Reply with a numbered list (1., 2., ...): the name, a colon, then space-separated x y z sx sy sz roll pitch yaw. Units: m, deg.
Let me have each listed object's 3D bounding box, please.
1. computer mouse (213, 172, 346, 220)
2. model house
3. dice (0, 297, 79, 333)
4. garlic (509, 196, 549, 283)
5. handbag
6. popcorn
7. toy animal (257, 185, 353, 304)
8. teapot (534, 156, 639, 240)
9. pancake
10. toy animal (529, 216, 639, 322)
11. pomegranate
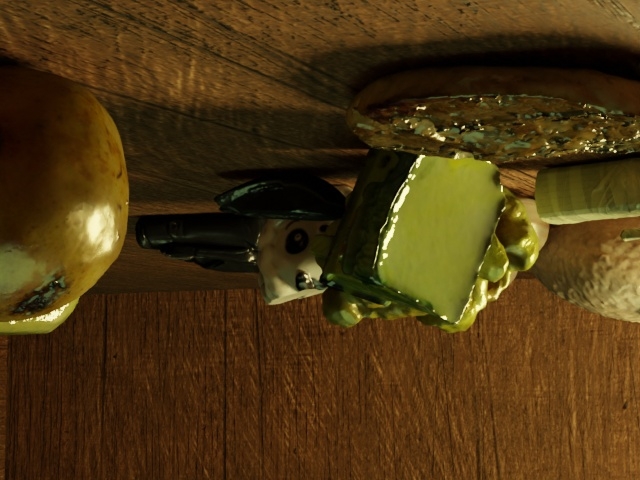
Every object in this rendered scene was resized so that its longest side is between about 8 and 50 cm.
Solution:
1. computer mouse: -0.050 -0.061 1.884 0.192 0.062 0.106 4 177 20
2. model house: 0.073 -0.032 1.606 0.170 0.194 0.211 25 172 -37
3. dice: -0.413 -0.008 1.566 0.238 0.233 0.226 -4 174 39
4. garlic: 0.232 0.013 2.089 0.191 0.160 0.214 6 178 -34
5. handbag: -0.171 0.006 2.433 0.244 0.088 0.275 2 176 16
6. popcorn: 0.125 0.016 1.798 0.250 0.235 0.242 -25 169 -38
7. toy animal: 0.000 0.000 2.029 0.208 0.156 0.204 -16 172 -5
8. teapot: 0.376 -0.050 1.771 0.200 0.107 0.077 -6 168 42
9. pancake: 0.197 -0.118 1.351 0.356 0.065 0.356 1 173 0
10. toy animal: 0.472 0.030 2.123 0.358 0.188 0.226 7 -178 6
11. pomegranate: -0.298 -0.045 1.256 0.260 0.260 0.260 0 174 0
